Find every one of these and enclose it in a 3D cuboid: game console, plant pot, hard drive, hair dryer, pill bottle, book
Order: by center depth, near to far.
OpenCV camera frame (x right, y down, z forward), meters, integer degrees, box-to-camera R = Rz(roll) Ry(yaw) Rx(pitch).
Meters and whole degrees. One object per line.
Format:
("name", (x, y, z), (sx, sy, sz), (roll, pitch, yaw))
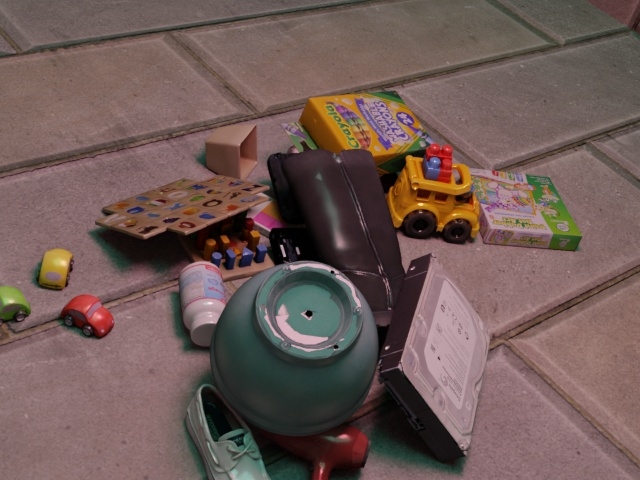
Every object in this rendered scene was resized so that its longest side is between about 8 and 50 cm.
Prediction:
("plant pot", (-0.032, 0.152, 1.534), (0.293, 0.196, 0.293), (5, 59, -8))
("hair dryer", (0.004, 0.390, 1.536), (0.223, 0.080, 0.293), (-20, 51, -37))
("hard drive", (0.221, 0.211, 1.738), (0.237, 0.064, 0.339), (53, 35, -20))
("pill bottle", (-0.223, 0.122, 1.770), (0.087, 0.087, 0.160), (2, 41, -18))
("game console", (-0.022, -0.056, 2.046), (0.213, 0.044, 0.361), (0, 53, -24))
("book", (-0.110, -0.049, 2.068), (0.144, 0.035, 0.096), (30, 43, 16))
("plant pot", (-0.213, -0.212, 2.174), (0.096, 0.109, 0.109), (12, 37, 13))

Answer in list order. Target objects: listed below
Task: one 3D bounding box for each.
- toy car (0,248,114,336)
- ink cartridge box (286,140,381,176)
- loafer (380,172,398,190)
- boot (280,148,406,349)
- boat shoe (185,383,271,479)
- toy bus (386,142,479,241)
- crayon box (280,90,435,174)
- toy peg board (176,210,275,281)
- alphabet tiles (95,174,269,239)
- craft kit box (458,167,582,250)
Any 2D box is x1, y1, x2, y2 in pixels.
("toy car", (-0.524, 0.102, 1.708), (0.225, 0.053, 0.239), (-15, 48, -34))
("ink cartridge box", (0.054, -0.187, 2.229), (0.225, 0.056, 0.181), (-28, 68, -34))
("loafer", (0.093, -0.198, 2.285), (0.220, 0.080, 0.078), (39, 46, 25))
("boot", (0.002, 0.000, 1.873), (0.367, 0.146, 0.445), (6, 56, -33))
("boat shoe", (-0.149, 0.348, 1.524), (0.095, 0.084, 0.258), (-16, 49, -35))
("toy bus", (0.286, -0.123, 2.164), (0.220, 0.211, 0.149), (9, 37, -12))
("crayon box", (0.094, -0.249, 2.187), (0.323, 0.083, 0.203), (-12, 57, -35))
("toy peg board", (-0.194, -0.001, 1.939), (0.161, 0.079, 0.160), (-11, 46, -30))
("alphabet tiles", (-0.287, -0.076, 1.952), (0.285, 0.011, 0.342), (15, 29, 41))
("craft kit box", (0.496, -0.080, 2.317), (0.250, 0.061, 0.246), (4, 43, -16))
